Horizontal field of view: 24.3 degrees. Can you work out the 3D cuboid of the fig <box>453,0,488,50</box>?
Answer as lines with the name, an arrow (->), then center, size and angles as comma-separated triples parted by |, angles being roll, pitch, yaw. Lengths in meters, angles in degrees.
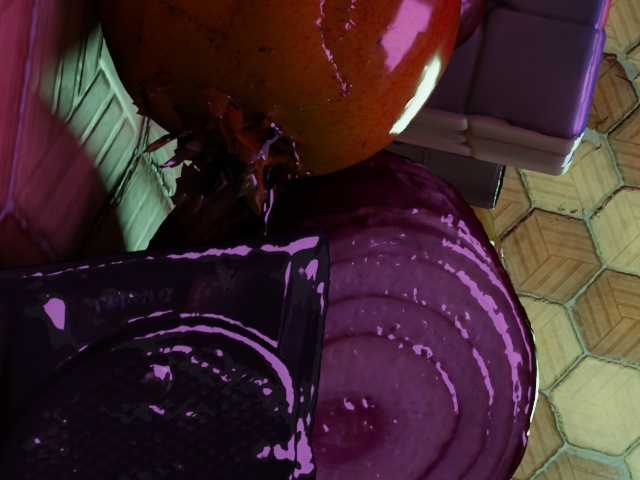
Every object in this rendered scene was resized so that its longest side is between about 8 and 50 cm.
fig -> 0.018, -0.243, 1.147 | 0.186, 0.204, 0.249 | -48, -140, 19

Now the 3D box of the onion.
onion -> -0.012, 0.081, 1.027 | 0.260, 0.282, 0.336 | -128, -136, -61

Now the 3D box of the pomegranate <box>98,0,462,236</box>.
pomegranate -> -0.024, -0.126, 0.845 | 0.210, 0.210, 0.235 | 86, 17, -63

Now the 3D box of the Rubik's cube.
Rubik's cube -> 0.122, -0.238, 1.350 | 0.292, 0.291, 0.290 | 20, 83, -81

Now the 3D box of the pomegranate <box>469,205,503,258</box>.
pomegranate -> 0.171, 0.014, 2.357 | 0.233, 0.233, 0.233 | 13, 90, -82

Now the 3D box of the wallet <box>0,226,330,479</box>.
wallet -> -0.102, 0.149, 0.831 | 0.247, 0.041, 0.323 | -8, 120, -33

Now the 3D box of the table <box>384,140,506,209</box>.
table -> 0.091, -0.116, 1.571 | 0.126, 0.220, 0.126 | 13, 90, -82
